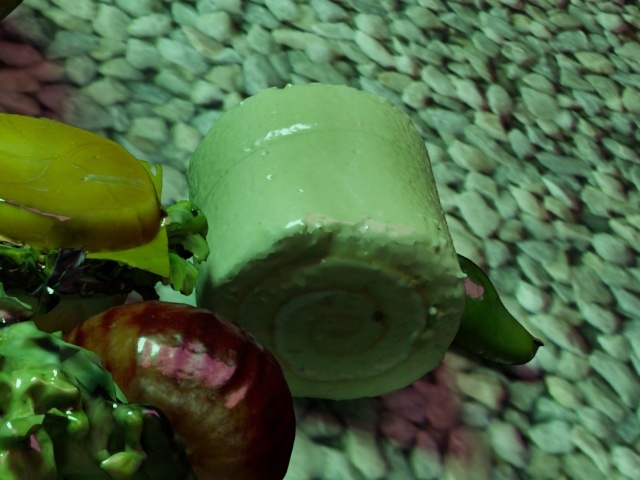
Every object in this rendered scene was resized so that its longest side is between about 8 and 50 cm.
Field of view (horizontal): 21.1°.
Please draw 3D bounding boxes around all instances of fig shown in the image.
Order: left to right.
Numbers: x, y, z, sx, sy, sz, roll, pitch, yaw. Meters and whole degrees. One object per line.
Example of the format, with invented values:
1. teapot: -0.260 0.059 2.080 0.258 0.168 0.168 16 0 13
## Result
1. fig: -0.065 0.090 0.842 0.150 0.128 0.128 8 37 -55

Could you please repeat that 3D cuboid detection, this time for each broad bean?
1. broad bean: 0.055 0.016 1.098 0.195 0.046 0.061 39 36 14

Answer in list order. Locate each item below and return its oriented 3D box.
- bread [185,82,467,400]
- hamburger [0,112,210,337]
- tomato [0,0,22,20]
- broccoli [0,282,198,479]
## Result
1. bread: 0.000 0.000 0.986 0.148 0.134 0.141 -4 41 -5
2. hamburger: -0.154 -0.003 0.891 0.190 0.093 0.164 16 22 -2
3. tomato: -0.275 -0.208 0.971 0.270 0.222 0.270 8 53 -11
4. broccoli: -0.123 0.155 0.629 0.273 0.242 0.180 40 55 24
